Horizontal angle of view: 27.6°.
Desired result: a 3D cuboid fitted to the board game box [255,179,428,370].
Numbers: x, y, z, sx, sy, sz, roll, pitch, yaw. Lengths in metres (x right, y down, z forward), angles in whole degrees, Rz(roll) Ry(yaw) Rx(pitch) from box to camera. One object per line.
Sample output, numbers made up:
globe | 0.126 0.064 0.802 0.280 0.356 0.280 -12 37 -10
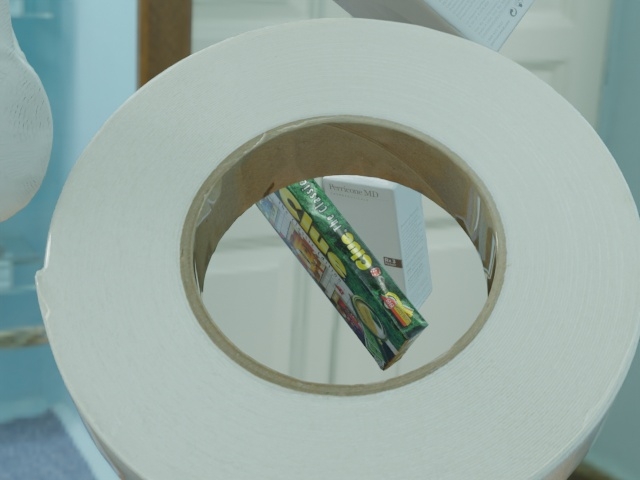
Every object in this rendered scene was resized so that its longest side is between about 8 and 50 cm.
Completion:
board game box | 0.000 0.000 1.219 0.030 0.259 0.136 -35 -11 -18

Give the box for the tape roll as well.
tape roll | 0.014 0.021 0.855 0.392 0.072 0.392 0 59 1

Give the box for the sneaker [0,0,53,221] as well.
sneaker | -0.236 -0.118 0.866 0.080 0.212 0.094 -17 29 -28

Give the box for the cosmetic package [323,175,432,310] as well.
cosmetic package | 0.084 -0.006 1.863 0.117 0.231 0.085 11 40 30

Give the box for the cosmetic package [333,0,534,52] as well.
cosmetic package | 0.115 -0.316 1.518 0.225 0.138 0.224 37 -7 -11
